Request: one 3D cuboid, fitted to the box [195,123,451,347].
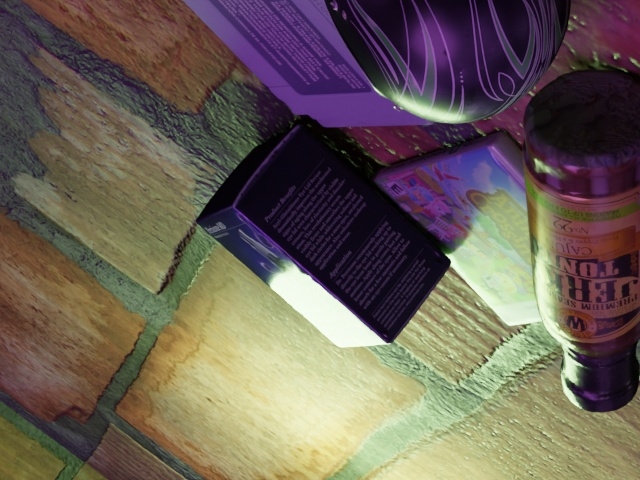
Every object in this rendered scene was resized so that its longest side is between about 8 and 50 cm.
[{"bbox_3d":[0.000,0.000,1.510,0.207,0.108,0.153,41,164,-9],"label":"box"}]

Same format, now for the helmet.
[{"bbox_3d":[0.096,-0.165,1.090,0.162,0.169,0.169,57,151,-4],"label":"helmet"}]

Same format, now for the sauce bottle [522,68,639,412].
[{"bbox_3d":[0.229,0.018,1.270,0.111,0.111,0.344,20,146,29],"label":"sauce bottle"}]

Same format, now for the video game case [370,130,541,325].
[{"bbox_3d":[0.170,-0.004,1.422,0.212,0.023,0.193,45,152,-18],"label":"video game case"}]

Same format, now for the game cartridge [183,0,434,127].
[{"bbox_3d":[-0.027,-0.202,1.263,0.198,0.062,0.297,-1,143,47],"label":"game cartridge"}]
